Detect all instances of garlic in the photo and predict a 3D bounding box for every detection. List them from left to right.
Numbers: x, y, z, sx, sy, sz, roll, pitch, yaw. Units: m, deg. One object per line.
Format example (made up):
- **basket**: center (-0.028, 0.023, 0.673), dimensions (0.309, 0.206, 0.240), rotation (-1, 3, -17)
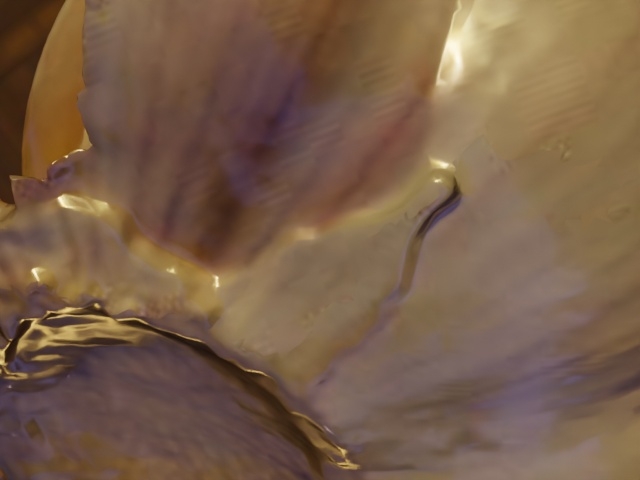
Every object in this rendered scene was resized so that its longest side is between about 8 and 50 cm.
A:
- **garlic**: center (0.000, 0.000, 0.451), dimensions (0.207, 0.207, 0.257), rotation (52, 168, -5)
